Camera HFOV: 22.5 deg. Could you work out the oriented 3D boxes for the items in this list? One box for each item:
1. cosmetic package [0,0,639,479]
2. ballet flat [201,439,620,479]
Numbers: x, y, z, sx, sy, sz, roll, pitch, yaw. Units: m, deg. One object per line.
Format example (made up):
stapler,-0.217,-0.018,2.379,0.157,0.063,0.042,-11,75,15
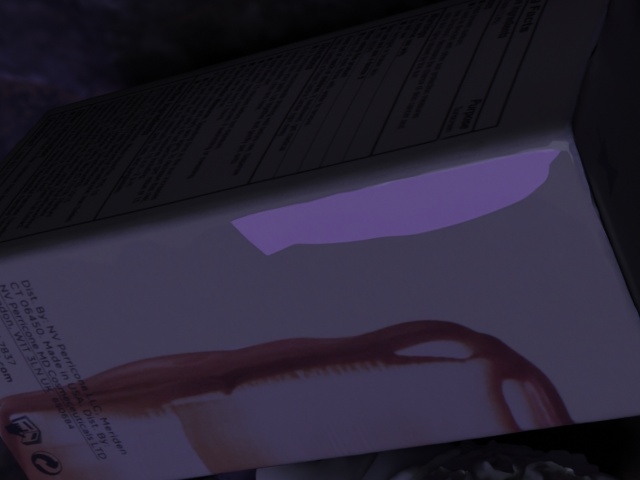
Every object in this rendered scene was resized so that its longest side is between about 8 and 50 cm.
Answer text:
cosmetic package,0.000,0.000,0.674,0.296,0.153,0.129,-12,119,29
ballet flat,-0.023,0.181,0.878,0.147,0.147,0.409,46,126,-12
